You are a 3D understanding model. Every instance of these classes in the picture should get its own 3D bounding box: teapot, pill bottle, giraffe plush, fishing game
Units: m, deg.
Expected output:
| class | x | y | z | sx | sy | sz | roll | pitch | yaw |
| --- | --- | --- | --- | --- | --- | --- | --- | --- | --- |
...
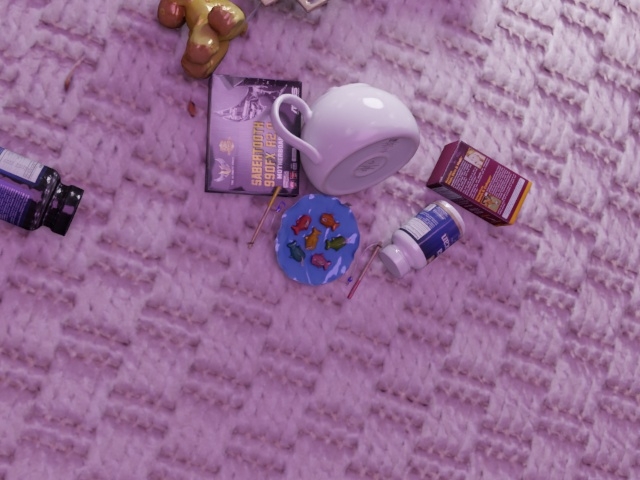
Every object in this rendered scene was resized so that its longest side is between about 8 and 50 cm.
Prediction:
| class | x | y | z | sx | sy | sz | roll | pitch | yaw |
| --- | --- | --- | --- | --- | --- | --- | --- | --- | --- |
| teapot | 0.054 | -0.218 | 1.745 | 0.253 | 0.256 | 0.187 | -27 | 72 | 3 |
| pill bottle | -0.547 | -0.091 | 1.619 | 0.219 | 0.123 | 0.122 | 24 | 81 | -13 |
| giraffe plush | -0.235 | -0.434 | 1.708 | 0.170 | 0.181 | 0.210 | 37 | 70 | -3 |
| pill bottle | 0.205 | 0.000 | 1.834 | 0.169 | 0.094 | 0.094 | -38 | 97 | -13 |
| fishing game | 0.000 | 0.000 | 1.777 | 0.264 | 0.041 | 0.189 | 32 | 86 | -24 |

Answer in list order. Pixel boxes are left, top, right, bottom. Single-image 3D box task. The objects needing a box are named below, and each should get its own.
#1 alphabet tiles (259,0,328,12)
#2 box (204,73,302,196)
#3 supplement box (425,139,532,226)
| class | x | y | z | sx | sy | sz | roll | pitch | yaw |
| --- | --- | --- | --- | --- | --- | --- | --- | --- | --- |
| alphabet tiles | -0.054 | -0.601 | 1.760 | 0.285 | 0.011 | 0.342 | -33 | 70 | -13 |
| box | -0.132 | -0.204 | 1.772 | 0.183 | 0.056 | 0.230 | 3 | 86 | -16 |
| supplement box | 0.331 | -0.117 | 1.881 | 0.188 | 0.081 | 0.104 | 29 | 81 | -12 |
